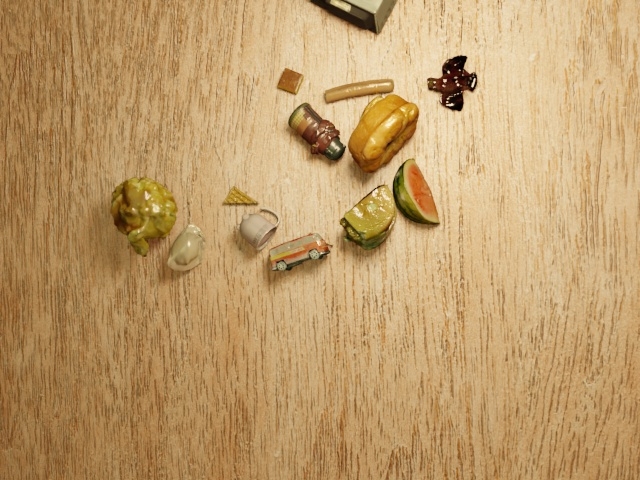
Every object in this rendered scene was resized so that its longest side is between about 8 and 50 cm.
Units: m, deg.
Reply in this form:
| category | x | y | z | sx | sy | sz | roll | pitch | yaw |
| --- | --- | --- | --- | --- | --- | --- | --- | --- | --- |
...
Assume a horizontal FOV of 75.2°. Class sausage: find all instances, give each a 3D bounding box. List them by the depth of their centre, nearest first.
| category | x | y | z | sx | sy | sz | roll | pitch | yaw |
| --- | --- | --- | --- | --- | --- | --- | --- | --- | --- |
| sausage | 0.167 | -0.648 | 1.786 | 0.301 | 0.066 | 0.066 | -7 | 90 | 10 |

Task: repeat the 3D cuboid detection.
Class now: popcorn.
| category | x | y | z | sx | sy | sz | roll | pitch | yaw |
| --- | --- | --- | --- | --- | --- | --- | --- | --- | --- |
| popcorn | -0.794 | -0.128 | 1.889 | 0.279 | 0.274 | 0.336 | -34 | 93 | -19 |

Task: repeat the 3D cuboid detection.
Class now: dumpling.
| category | x | y | z | sx | sy | sz | roll | pitch | yaw |
| --- | --- | --- | --- | --- | --- | --- | --- | --- | --- |
| dumpling | -0.606 | 0.042 | 1.924 | 0.151 | 0.124 | 0.229 | 27 | 88 | -28 |

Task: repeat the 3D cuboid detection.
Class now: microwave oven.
| category | x | y | z | sx | sy | sz | roll | pitch | yaw |
| --- | --- | --- | --- | --- | --- | --- | --- | --- | --- |
| microwave oven | 0.141 | -1.061 | 1.706 | 0.354 | 0.218 | 0.286 | 29 | 97 | 9 |

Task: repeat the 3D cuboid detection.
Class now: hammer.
| category | x | y | z | sx | sy | sz | roll | pitch | yaw |
| --- | --- | --- | --- | --- | --- | --- | --- | --- | --- |
| hammer | 0.000 | 0.000 | 1.853 | 0.122 | 0.014 | 0.029 | 26 | 106 | 8 |

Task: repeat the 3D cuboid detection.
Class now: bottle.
| category | x | y | z | sx | sy | sz | roll | pitch | yaw |
| --- | --- | --- | --- | --- | --- | --- | --- | --- | --- |
| bottle | -0.011 | -0.454 | 1.783 | 0.156 | 0.143 | 0.271 | -45 | 84 | 8 |

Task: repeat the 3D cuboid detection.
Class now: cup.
| category | x | y | z | sx | sy | sz | roll | pitch | yaw |
| --- | --- | --- | --- | --- | --- | --- | --- | --- | --- |
| cup | -0.277 | -0.066 | 1.845 | 0.142 | 0.134 | 0.173 | 39 | 99 | 10 |

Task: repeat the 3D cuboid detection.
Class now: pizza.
| category | x | y | z | sx | sy | sz | roll | pitch | yaw |
| --- | --- | --- | --- | --- | --- | --- | --- | --- | --- |
| pizza | 0.233 | -0.546 | 1.788 | 0.099 | 0.036 | 0.160 | 35 | 98 | 9 |

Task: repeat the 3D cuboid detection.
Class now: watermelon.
| category | x | y | z | sx | sy | sz | roll | pitch | yaw |
| --- | --- | --- | --- | --- | --- | --- | --- | --- | --- |
| watermelon | 0.371 | -0.181 | 1.750 | 0.128 | 0.159 | 0.304 | -27 | 83 | 48 |

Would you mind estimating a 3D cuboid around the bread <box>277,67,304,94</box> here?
| category | x | y | z | sx | sy | sz | roll | pitch | yaw |
| --- | --- | --- | --- | --- | --- | --- | --- | --- | --- |
| bread | -0.133 | -0.710 | 1.856 | 0.094 | 0.035 | 0.090 | 24 | 96 | 9 |

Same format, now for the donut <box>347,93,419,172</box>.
| category | x | y | z | sx | sy | sz | roll | pitch | yaw |
| --- | --- | --- | --- | --- | --- | --- | --- | --- | --- |
| donut | 0.252 | -0.424 | 1.669 | 0.317 | 0.299 | 0.150 | -39 | 70 | -23 |

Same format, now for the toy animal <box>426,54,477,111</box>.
| category | x | y | z | sx | sy | sz | roll | pitch | yaw |
| --- | --- | --- | --- | --- | --- | --- | --- | --- | --- |
| toy animal | 0.538 | -0.647 | 1.713 | 0.179 | 0.116 | 0.219 | 16 | 124 | 37 |

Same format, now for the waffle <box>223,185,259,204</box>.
| category | x | y | z | sx | sy | sz | roll | pitch | yaw |
| --- | --- | --- | --- | --- | --- | --- | --- | --- | --- |
| waffle | -0.364 | -0.174 | 1.915 | 0.152 | 0.023 | 0.098 | 33 | 98 | 8 |

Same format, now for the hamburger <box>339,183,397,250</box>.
| category | x | y | z | sx | sy | sz | roll | pitch | yaw |
| --- | --- | --- | --- | --- | --- | --- | --- | --- | --- |
| hamburger | 0.216 | -0.079 | 1.730 | 0.288 | 0.167 | 0.192 | -38 | 83 | 9 |

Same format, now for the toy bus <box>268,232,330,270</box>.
| category | x | y | z | sx | sy | sz | roll | pitch | yaw |
| --- | --- | --- | --- | --- | --- | --- | --- | --- | --- |
| toy bus | -0.094 | 0.051 | 1.816 | 0.265 | 0.121 | 0.120 | -19 | 83 | 12 |
